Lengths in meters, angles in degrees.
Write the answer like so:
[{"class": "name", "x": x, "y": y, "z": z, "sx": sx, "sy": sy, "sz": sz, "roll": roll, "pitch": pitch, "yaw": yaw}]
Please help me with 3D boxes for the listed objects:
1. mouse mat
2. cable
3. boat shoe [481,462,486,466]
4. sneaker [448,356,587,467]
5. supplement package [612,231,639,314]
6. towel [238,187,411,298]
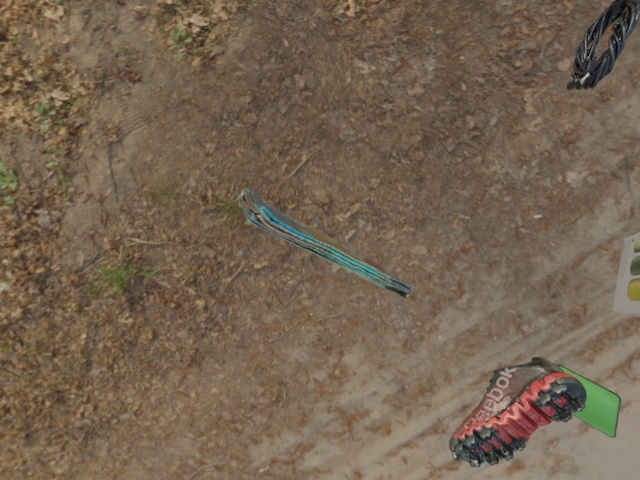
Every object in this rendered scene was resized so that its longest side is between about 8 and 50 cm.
[{"class": "mouse mat", "x": 0.680, "y": 0.411, "z": 1.098, "sx": 0.007, "sy": 0.153, "sz": 0.189, "roll": -35, "pitch": 126, "yaw": -22}, {"class": "cable", "x": 0.530, "y": -0.375, "z": 0.802, "sx": 0.047, "sy": 0.150, "sz": 0.184, "roll": 25, "pitch": 99, "yaw": 5}, {"class": "boat shoe", "x": 0.403, "y": 0.460, "z": 1.032, "sx": 0.079, "sy": 0.233, "sz": 0.083, "roll": 28, "pitch": 116, "yaw": 31}, {"class": "sneaker", "x": 0.360, "y": 0.324, "z": 0.830, "sx": 0.276, "sy": 0.135, "sz": 0.098, "roll": -42, "pitch": 106, "yaw": 14}, {"class": "supplement package", "x": 0.807, "y": 0.086, "z": 0.942, "sx": 0.198, "sy": 0.263, "sz": 0.199, "roll": 10, "pitch": 86, "yaw": 20}, {"class": "towel", "x": 0.000, "y": 0.000, "z": 0.939, "sx": 0.371, "sy": 0.271, "sz": 0.040, "roll": 27, "pitch": 96, "yaw": -20}]
